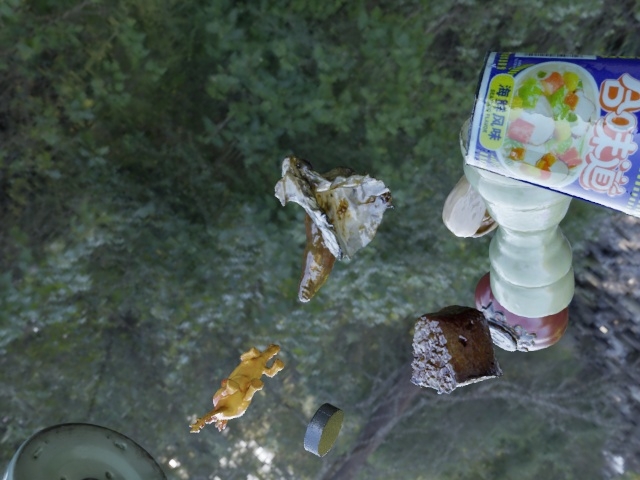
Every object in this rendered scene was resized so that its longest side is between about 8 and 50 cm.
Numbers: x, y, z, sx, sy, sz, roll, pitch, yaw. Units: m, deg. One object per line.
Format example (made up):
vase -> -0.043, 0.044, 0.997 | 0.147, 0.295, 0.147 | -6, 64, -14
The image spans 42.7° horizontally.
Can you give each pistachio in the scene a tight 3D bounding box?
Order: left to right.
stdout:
pistachio -> 0.399, -0.104, 2.076 | 0.157, 0.229, 0.157 | 15, -139, -14

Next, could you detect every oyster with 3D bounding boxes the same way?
oyster -> 0.021, -0.068, 1.707 | 0.133, 0.198, 0.337 | 15, 177, 35

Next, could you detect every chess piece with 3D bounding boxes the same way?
chess piece -> 0.416, -0.050, 1.654 | 0.234, 0.234, 0.442 | 43, 158, 43

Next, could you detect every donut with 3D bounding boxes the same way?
donut -> 0.213, 0.163, 1.245 | 0.144, 0.186, 0.126 | -14, 85, 52

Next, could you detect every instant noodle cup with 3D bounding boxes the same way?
instant noodle cup -> 0.403, -0.185, 1.313 | 0.312, 0.284, 0.284 | 12, 172, 13

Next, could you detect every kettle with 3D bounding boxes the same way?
kettle -> -0.385, 0.500, 1.203 | 0.247, 0.342, 0.319 | 9, -145, -45

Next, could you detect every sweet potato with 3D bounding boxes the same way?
sweet potato -> 0.000, 0.001, 1.894 | 0.097, 0.292, 0.097 | 9, 156, 4

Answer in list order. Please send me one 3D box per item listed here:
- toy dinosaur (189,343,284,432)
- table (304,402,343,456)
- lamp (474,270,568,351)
toy dinosaur -> -0.149, 0.265, 1.396 | 0.070, 0.117, 0.288 | 40, -143, 4
table -> 0.010, 0.496, 2.151 | 0.043, 0.133, 0.133 | 21, 170, 24
lamp -> 0.471, 0.151, 1.914 | 0.227, 0.227, 0.227 | 43, 180, 0
